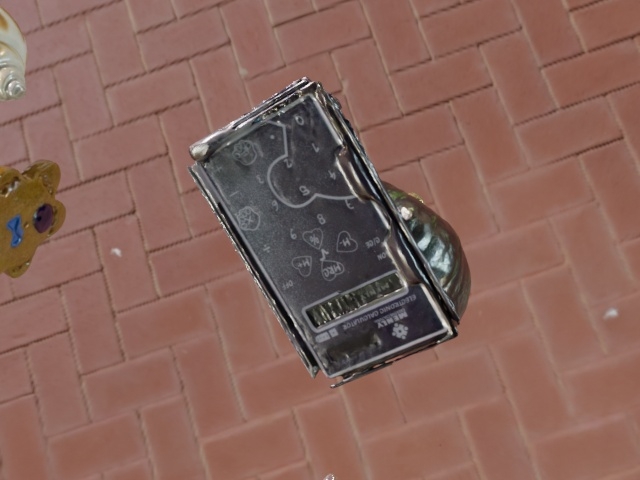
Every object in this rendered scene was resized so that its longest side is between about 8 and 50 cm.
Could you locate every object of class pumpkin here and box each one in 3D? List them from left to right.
[{"bbox_3d":[0.101,0.029,1.330,0.315,0.315,0.238,35,75,15],"label":"pumpkin"}]

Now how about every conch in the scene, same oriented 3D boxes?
[{"bbox_3d":[-0.476,-0.242,1.070,0.275,0.183,0.148,5,87,26],"label":"conch"}]

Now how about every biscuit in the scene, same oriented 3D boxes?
[{"bbox_3d":[-0.429,-0.011,1.108,0.039,0.180,0.236,25,44,20],"label":"biscuit"}]

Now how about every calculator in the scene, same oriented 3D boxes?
[{"bbox_3d":[0.000,0.000,0.775,0.166,0.028,0.274,-28,98,23],"label":"calculator"}]

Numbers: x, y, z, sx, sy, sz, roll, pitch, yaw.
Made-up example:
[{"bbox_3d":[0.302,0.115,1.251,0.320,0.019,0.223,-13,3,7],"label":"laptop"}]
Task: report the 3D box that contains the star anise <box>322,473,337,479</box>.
[{"bbox_3d":[0.018,0.385,1.040,0.230,0.081,0.262,18,117,36],"label":"star anise"}]
